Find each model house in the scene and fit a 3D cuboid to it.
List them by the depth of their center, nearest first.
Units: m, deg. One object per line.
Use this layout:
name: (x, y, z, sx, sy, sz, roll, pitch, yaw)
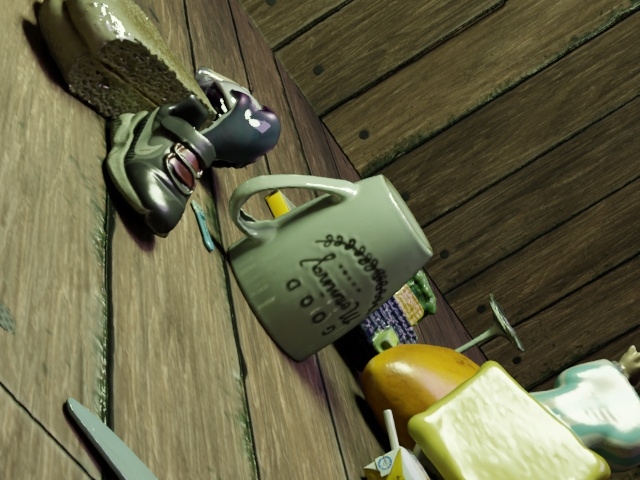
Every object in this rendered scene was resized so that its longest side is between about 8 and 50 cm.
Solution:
model house: (0.082, 0.092, 2.049, 0.193, 0.170, 0.211, 59, 9, -10)

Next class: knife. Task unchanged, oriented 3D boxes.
knife: (-0.088, 0.250, 0.971, 0.331, 0.044, 0.080, 55, 9, 1)
knife: (-0.150, -0.019, 1.642, 0.027, 0.010, 0.096, 50, 12, -41)

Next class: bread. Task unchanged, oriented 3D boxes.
bread: (-0.244, -0.234, 1.561, 0.183, 0.102, 0.337, 61, 8, 19)

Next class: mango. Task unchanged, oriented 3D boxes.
mango: (0.189, 0.270, 1.989, 0.199, 0.201, 0.350, 21, -14, 44)

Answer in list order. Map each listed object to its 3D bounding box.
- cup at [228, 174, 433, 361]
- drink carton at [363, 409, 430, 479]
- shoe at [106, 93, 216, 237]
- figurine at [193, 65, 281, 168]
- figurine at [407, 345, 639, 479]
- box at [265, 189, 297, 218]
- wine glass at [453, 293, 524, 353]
cup: (0.000, 0.000, 1.696, 0.258, 0.234, 0.186, 51, 10, -29)
drink carton: (0.108, 0.326, 1.675, 0.200, 0.075, 0.084, 60, 8, 19)
shoe: (-0.173, -0.095, 1.436, 0.099, 0.112, 0.227, 54, 7, -31)
figurine: (-0.133, -0.168, 1.863, 0.145, 0.145, 0.222, 55, 8, -22)
figurine: (0.300, 0.359, 1.853, 0.377, 0.362, 0.266, 93, -24, -54)
box: (-0.015, 0.010, 2.240, 0.129, 0.033, 0.247, 62, 9, 30)
wine glass: (0.256, 0.211, 2.393, 0.156, 0.232, 0.156, 57, 9, -14)
